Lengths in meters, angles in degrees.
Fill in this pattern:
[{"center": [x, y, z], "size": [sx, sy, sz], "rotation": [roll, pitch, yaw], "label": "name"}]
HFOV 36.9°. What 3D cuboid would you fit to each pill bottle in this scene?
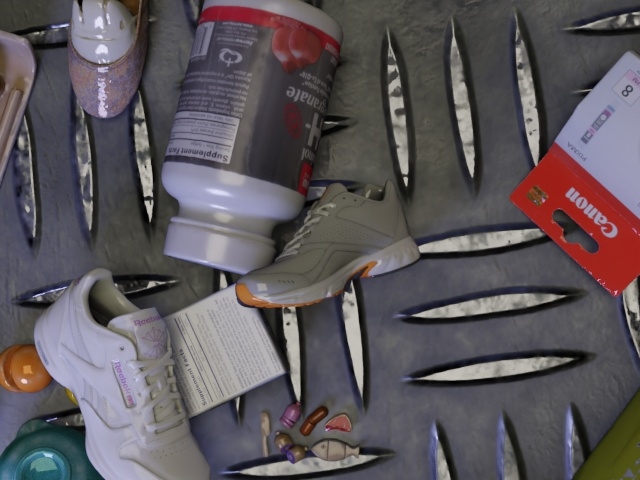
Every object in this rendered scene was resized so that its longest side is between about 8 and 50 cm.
[{"center": [-0.090, -0.122, 1.151], "size": [0.176, 0.176, 0.319], "rotation": [13, 86, 4], "label": "pill bottle"}]

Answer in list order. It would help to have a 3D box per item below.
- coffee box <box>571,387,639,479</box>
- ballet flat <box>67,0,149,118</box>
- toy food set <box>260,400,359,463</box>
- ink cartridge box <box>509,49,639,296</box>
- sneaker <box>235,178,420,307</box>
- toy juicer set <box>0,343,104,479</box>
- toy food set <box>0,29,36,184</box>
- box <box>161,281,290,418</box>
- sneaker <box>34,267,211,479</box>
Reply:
[{"center": [0.474, 0.311, 1.000], "size": [0.334, 0.338, 0.338], "rotation": [37, 88, 5], "label": "coffee box"}, {"center": [-0.269, -0.317, 1.213], "size": [0.107, 0.106, 0.316], "rotation": [6, 86, 4], "label": "ballet flat"}, {"center": [-0.014, 0.238, 1.193], "size": [0.122, 0.019, 0.078], "rotation": [-5, 85, 3], "label": "toy food set"}, {"center": [0.355, -0.074, 1.124], "size": [0.189, 0.066, 0.232], "rotation": [46, 110, 16], "label": "ink cartridge box"}, {"center": [0.000, 0.000, 1.120], "size": [0.262, 0.099, 0.121], "rotation": [-20, 99, -40], "label": "sneaker"}, {"center": [-0.308, 0.267, 1.184], "size": [0.329, 0.089, 0.209], "rotation": [39, 70, 9], "label": "toy juicer set"}, {"center": [-0.513, -0.139, 1.217], "size": [0.219, 0.092, 0.306], "rotation": [17, 86, 4], "label": "toy food set"}, {"center": [-0.125, 0.134, 1.182], "size": [0.137, 0.072, 0.126], "rotation": [-25, 84, 0], "label": "box"}, {"center": [-0.217, 0.169, 1.099], "size": [0.305, 0.114, 0.152], "rotation": [52, 123, 14], "label": "sneaker"}]
